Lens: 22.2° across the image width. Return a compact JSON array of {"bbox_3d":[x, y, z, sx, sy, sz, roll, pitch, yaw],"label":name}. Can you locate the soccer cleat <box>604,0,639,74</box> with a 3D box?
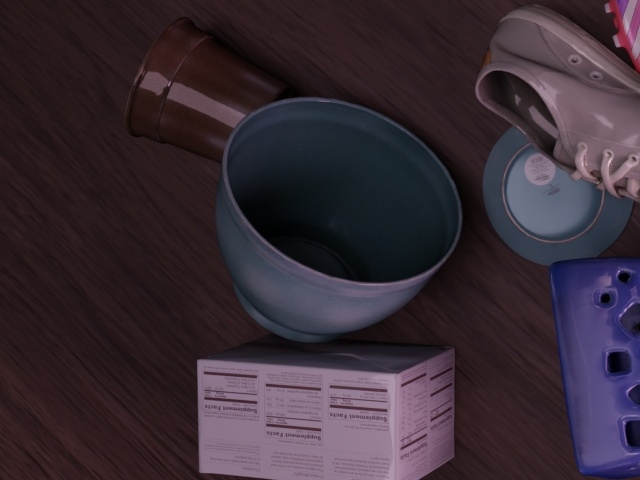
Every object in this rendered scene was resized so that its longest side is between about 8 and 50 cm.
[{"bbox_3d":[0.368,-0.287,1.845,0.095,0.083,0.248,-20,85,21],"label":"soccer cleat"}]

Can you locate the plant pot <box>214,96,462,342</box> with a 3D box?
[{"bbox_3d":[0.000,0.000,1.958,0.293,0.293,0.196,40,137,15],"label":"plant pot"}]

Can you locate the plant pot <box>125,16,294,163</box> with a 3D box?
[{"bbox_3d":[-0.133,-0.172,2.048,0.165,0.167,0.167,27,107,12],"label":"plant pot"}]

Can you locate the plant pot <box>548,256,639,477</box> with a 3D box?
[{"bbox_3d":[0.390,0.133,1.787,0.212,0.236,0.236,-10,79,20],"label":"plant pot"}]

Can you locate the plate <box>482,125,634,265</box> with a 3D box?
[{"bbox_3d":[0.279,-0.060,1.941,0.188,0.024,0.188,4,99,25],"label":"plate"}]

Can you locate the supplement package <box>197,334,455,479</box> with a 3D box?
[{"bbox_3d":[0.011,0.207,1.996,0.262,0.204,0.145,3,96,24],"label":"supplement package"}]

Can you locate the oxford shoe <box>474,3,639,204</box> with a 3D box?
[{"bbox_3d":[0.351,-0.098,1.815,0.449,0.169,0.130,38,70,22],"label":"oxford shoe"}]
